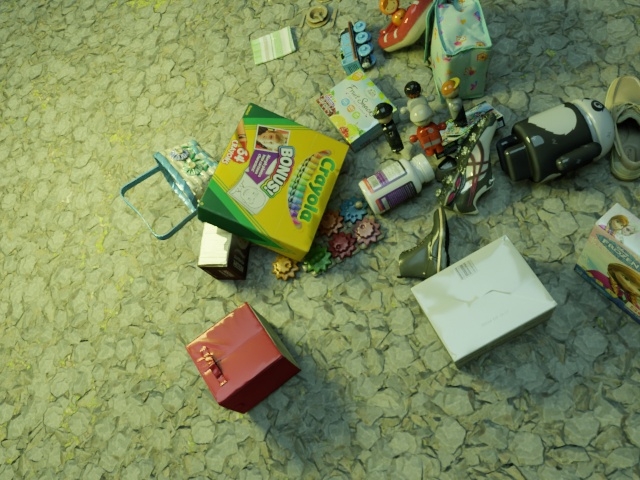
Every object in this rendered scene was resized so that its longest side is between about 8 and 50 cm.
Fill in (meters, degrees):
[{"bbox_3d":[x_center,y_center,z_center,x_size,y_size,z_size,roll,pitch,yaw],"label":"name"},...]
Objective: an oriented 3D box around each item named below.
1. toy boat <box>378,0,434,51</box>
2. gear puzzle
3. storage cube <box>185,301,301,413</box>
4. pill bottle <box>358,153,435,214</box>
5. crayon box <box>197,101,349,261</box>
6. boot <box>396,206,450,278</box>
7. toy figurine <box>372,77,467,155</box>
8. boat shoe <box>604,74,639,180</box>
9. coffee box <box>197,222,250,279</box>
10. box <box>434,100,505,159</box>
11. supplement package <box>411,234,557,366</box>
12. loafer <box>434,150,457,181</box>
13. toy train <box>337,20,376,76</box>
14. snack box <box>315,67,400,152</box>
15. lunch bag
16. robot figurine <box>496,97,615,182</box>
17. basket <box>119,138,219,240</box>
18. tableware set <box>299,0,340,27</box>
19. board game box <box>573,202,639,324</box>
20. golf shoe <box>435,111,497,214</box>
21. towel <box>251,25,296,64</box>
[{"bbox_3d":[0.238,-0.677,1.617,0.151,0.151,0.231,-54,22,-8],"label":"toy boat"},{"bbox_3d":[0.000,0.000,1.533,0.339,0.044,0.175,-30,64,4],"label":"gear puzzle"},{"bbox_3d":[-0.194,0.306,1.385,0.193,0.215,0.183,-36,63,-6],"label":"storage cube"},{"bbox_3d":[0.214,-0.161,1.494,0.193,0.108,0.108,-29,64,5],"label":"pill bottle"},{"bbox_3d":[-0.126,-0.167,1.507,0.313,0.106,0.363,22,66,-4],"label":"crayon box"},{"bbox_3d":[0.272,0.008,1.434,0.137,0.077,0.198,-3,68,22],"label":"boot"},{"bbox_3d":[0.277,-0.349,1.477,0.209,0.148,0.213,-45,36,-21],"label":"toy figurine"},{"bbox_3d":[0.796,-0.307,1.376,0.109,0.098,0.302,4,71,19],"label":"boat shoe"},{"bbox_3d":[-0.271,-0.020,1.573,0.098,0.141,0.246,0,71,16],"label":"coffee box"},{"bbox_3d":[0.397,-0.311,1.511,0.207,0.036,0.114,-27,37,6],"label":"box"},{"bbox_3d":[0.388,0.152,1.298,0.262,0.145,0.204,-30,64,4],"label":"supplement package"},{"bbox_3d":[0.381,-0.223,1.499,0.148,0.050,0.056,-44,64,-2],"label":"loafer"},{"bbox_3d":[0.112,-0.622,1.724,0.105,0.080,0.184,-16,66,17],"label":"toy train"},{"bbox_3d":[0.113,-0.398,1.639,0.174,0.070,0.207,-35,65,2],"label":"snack box"},{"bbox_3d":[0.382,-0.566,1.536,0.160,0.223,0.262,-11,66,5],"label":"lunch bag"},{"bbox_3d":[0.601,-0.255,1.374,0.278,0.173,0.209,-21,71,9],"label":"robot figurine"},{"bbox_3d":[-0.441,-0.160,1.644,0.289,0.201,0.255,-42,64,-13],"label":"basket"},{"bbox_3d":[-0.001,-0.827,1.858,0.128,0.039,0.194,7,72,20],"label":"tableware set"},{"bbox_3d":[0.701,0.101,1.125,0.066,0.318,0.318,-43,63,-2],"label":"board game box"},{"bbox_3d":[0.412,-0.201,1.426,0.120,0.105,0.273,23,106,-4],"label":"golf shoe"},{"bbox_3d":[-0.165,-0.677,1.860,0.152,0.023,0.113,-16,65,11],"label":"towel"}]
